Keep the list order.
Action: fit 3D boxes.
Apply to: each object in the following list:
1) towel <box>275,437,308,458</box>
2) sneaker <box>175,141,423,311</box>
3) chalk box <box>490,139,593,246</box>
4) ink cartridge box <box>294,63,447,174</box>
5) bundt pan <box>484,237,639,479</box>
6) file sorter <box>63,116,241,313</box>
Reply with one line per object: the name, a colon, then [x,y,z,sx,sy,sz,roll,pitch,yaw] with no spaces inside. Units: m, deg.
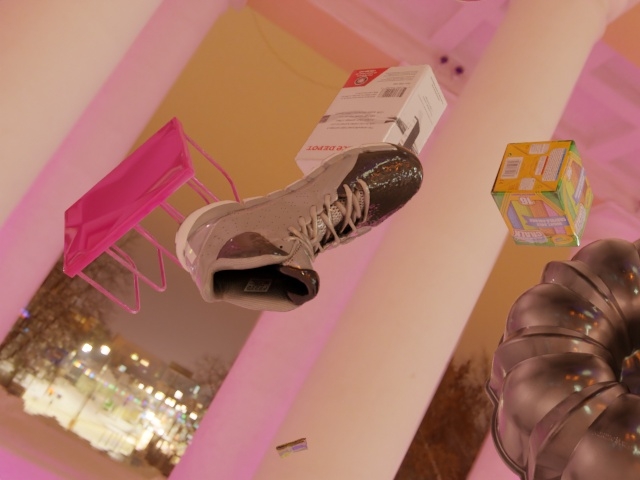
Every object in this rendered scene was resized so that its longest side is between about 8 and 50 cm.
towel: [-0.053,0.396,1.398,0.083,0.060,0.009,86,-15,-62]
sneaker: [0.000,0.000,0.604,0.132,0.228,0.086,-125,-166,-58]
chalk box: [0.435,-0.072,1.408,0.132,0.132,0.213,1,-35,37]
ink cartridge box: [0.104,-0.220,1.484,0.197,0.273,0.114,7,-36,41]
bundt pan: [0.314,0.124,0.686,0.330,0.331,0.124,19,-28,32]
file sorter: [-0.306,-0.038,1.368,0.182,0.290,0.202,45,12,-36]
